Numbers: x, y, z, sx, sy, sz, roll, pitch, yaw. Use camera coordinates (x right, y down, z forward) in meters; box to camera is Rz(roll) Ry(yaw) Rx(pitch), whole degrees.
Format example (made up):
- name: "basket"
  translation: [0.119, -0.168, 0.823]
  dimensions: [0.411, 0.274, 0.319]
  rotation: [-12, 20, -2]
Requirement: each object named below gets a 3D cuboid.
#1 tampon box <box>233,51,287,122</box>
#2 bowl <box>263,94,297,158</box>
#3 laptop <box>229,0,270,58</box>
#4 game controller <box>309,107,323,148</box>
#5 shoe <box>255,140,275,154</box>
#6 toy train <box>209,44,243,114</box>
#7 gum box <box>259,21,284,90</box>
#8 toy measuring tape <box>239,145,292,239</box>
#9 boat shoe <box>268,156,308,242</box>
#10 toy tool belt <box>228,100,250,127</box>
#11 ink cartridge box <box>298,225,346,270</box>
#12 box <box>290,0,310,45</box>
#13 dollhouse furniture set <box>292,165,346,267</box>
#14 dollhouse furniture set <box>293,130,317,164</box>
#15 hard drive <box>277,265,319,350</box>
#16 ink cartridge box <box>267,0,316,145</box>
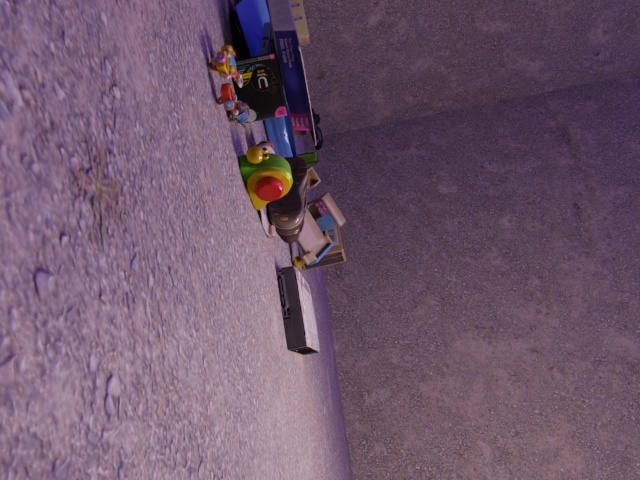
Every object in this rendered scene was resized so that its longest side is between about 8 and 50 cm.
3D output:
- name: "tampon box"
  translation: [-0.161, -0.407, 1.449]
  dimensions: [0.101, 0.120, 0.161]
  rotation: [-98, 176, -69]
- name: "bowl"
  translation: [-0.163, -0.464, 2.068]
  dimensions: [0.391, 0.077, 0.391]
  rotation: [-11, 90, -87]
- name: "laptop"
  translation: [-0.176, -0.599, 1.646]
  dimensions: [0.234, 0.136, 0.264]
  rotation: [73, -5, -59]
- name: "game controller"
  translation: [-0.029, -0.464, 2.287]
  dimensions: [0.319, 0.067, 0.166]
  rotation: [-88, 171, -82]
- name: "shoe"
  translation: [-0.160, -0.249, 1.529]
  dimensions: [0.178, 0.063, 0.081]
  rotation: [89, -10, -75]
- name: "toy train"
  translation: [-0.206, -0.347, 1.168]
  dimensions: [0.166, 0.046, 0.125]
  rotation: [-91, 172, -55]
- name: "gum box"
  translation: [-0.143, -0.547, 1.681]
  dimensions: [0.184, 0.041, 0.157]
  rotation: [71, 23, -66]
- name: "toy measuring tape"
  translation: [-0.116, -0.118, 1.373]
  dimensions: [0.330, 0.121, 0.121]
  rotation: [76, 5, -53]
- name: "boat shoe"
  translation: [-0.106, -0.132, 1.712]
  dimensions: [0.355, 0.132, 0.130]
  rotation: [-85, 176, -47]
- name: "toy tool belt"
  translation: [-0.187, -0.290, 1.241]
  dimensions: [0.083, 0.052, 0.051]
  rotation: [53, 18, -82]
- name: "ink cartridge box"
  translation: [0.000, 0.000, 2.369]
  dimensions: [0.088, 0.193, 0.235]
  rotation: [73, 6, -48]
- name: "box"
  translation: [-0.170, -0.946, 2.308]
  dimensions: [0.117, 0.213, 0.243]
  rotation: [-48, 127, -86]
- name: "dollhouse furniture set"
  translation: [-0.097, -0.070, 2.061]
  dimensions: [0.286, 0.198, 0.303]
  rotation: [57, 41, -14]
- name: "dollhouse furniture set"
  translation: [-0.096, -0.418, 2.426]
  dimensions: [0.301, 0.151, 0.198]
  rotation: [8, 71, -87]
- name: "hard drive"
  translation: [-0.062, 0.225, 1.671]
  dimensions: [0.339, 0.064, 0.237]
  rotation: [66, 13, -74]
- name: "ink cartridge box"
  translation: [-0.083, -0.483, 1.510]
  dimensions: [0.324, 0.071, 0.330]
  rotation: [79, 1, -51]
